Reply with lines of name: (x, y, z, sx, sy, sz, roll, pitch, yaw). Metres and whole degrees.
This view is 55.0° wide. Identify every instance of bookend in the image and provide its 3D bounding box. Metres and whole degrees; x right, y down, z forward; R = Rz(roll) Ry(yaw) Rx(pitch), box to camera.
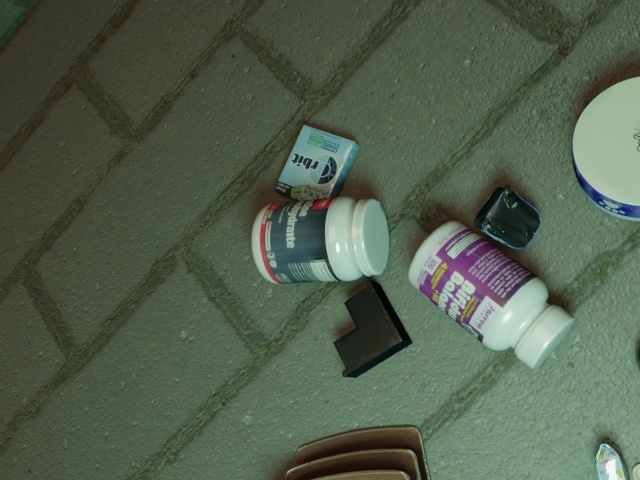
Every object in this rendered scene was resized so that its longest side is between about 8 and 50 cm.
bookend: (0.093, 0.197, 1.360, 0.157, 0.072, 0.156, -36, 63, 15)

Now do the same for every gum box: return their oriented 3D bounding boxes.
gum box: (-0.010, -0.178, 1.525, 0.157, 0.041, 0.184, 23, 87, 29)

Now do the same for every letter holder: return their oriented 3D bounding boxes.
letter holder: (0.062, 0.500, 1.255, 0.301, 0.152, 0.214, -18, 68, 21)

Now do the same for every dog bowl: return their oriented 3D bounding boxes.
dog bowl: (0.624, -0.176, 1.179, 0.264, 0.104, 0.265, -7, 74, 25)

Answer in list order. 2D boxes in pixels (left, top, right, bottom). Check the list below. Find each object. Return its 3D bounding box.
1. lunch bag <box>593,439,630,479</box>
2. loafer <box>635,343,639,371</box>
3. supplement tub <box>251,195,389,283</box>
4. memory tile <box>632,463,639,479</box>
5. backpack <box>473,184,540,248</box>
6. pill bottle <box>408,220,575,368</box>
lunch bag: (0.518, 0.403, 1.101, 0.053, 0.071, 0.083, -14, 73, 26)
loafer: (0.672, 0.258, 0.980, 0.134, 0.130, 0.366, -36, 42, -5)
supplement tub: (0.000, 0.000, 1.388, 0.272, 0.191, 0.191, -4, 75, 25)
memory tile: (0.631, 0.383, 1.084, 0.113, 0.012, 0.148, 25, 88, 29)
backpack: (0.386, -0.045, 1.267, 0.114, 0.084, 0.105, 32, 95, -12)
pill bottle: (0.333, 0.107, 1.211, 0.301, 0.169, 0.169, 40, 96, 29)
